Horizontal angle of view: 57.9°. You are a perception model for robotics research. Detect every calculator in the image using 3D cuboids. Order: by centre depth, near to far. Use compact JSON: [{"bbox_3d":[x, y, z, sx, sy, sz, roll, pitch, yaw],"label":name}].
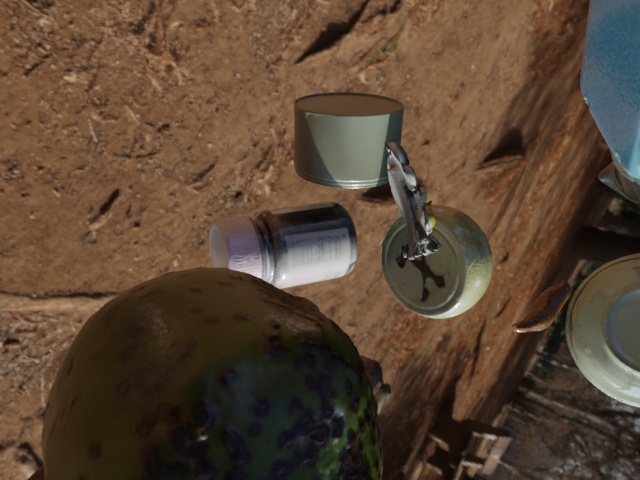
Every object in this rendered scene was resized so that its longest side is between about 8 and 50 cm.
[{"bbox_3d":[0.313,-0.184,0.567,0.293,0.051,0.172,61,16,-55],"label":"calculator"}]

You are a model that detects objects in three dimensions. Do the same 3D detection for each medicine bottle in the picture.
[{"bbox_3d":[-0.076,0.014,1.180,0.274,0.165,0.165,-9,128,-22],"label":"medicine bottle"}]

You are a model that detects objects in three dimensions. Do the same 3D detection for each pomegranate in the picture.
[{"bbox_3d":[-0.063,0.143,0.417,0.271,0.254,0.254,-7,121,-41],"label":"pomegranate"}]

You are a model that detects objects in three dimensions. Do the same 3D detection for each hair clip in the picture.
[{"bbox_3d":[0.124,-0.058,0.846,0.049,0.172,0.116,-18,179,-9],"label":"hair clip"}]

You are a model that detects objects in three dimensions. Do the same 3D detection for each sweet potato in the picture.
[{"bbox_3d":[0.568,0.155,1.436,0.314,0.066,0.072,-30,147,-44],"label":"sweet potato"}]

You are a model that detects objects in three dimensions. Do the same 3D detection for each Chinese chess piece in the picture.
[{"bbox_3d":[0.224,0.040,1.154,0.092,0.238,0.237,-13,126,-42],"label":"Chinese chess piece"}]

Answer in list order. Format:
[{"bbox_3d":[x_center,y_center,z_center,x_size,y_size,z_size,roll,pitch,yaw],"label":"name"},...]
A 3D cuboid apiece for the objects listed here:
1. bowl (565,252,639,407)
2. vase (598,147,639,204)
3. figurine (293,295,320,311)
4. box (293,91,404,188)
[{"bbox_3d":[0.623,0.166,1.090,0.163,0.307,0.306,22,91,-62],"label":"bowl"},{"bbox_3d":[0.568,-0.161,0.961,0.301,0.251,0.156,15,72,-52],"label":"vase"},{"bbox_3d":[-0.100,0.155,0.795,0.247,0.177,0.173,-30,-175,-17],"label":"figurine"},{"bbox_3d":[0.056,-0.216,1.217,0.226,0.226,0.149,-35,134,-52],"label":"box"}]
